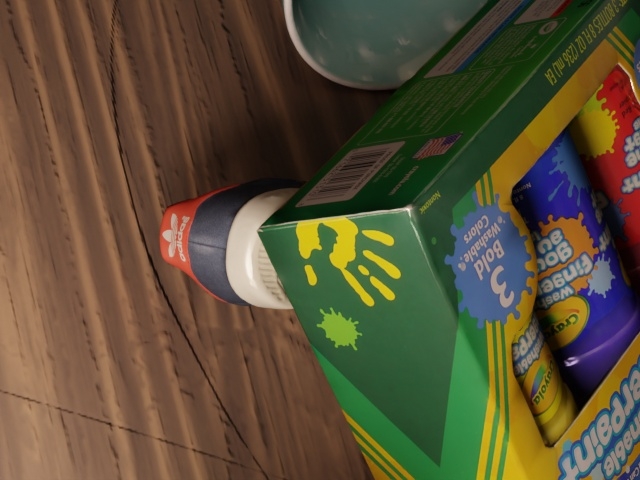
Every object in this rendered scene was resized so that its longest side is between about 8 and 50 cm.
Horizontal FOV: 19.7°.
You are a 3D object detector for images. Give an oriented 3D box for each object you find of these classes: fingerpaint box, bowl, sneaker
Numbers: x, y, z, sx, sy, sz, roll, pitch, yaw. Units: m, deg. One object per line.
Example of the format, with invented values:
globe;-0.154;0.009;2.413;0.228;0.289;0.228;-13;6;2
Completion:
fingerpaint box;0.190;0.024;1.600;0.445;0.163;0.371;-45;119;-44
bowl;0.073;-0.316;1.797;0.311;0.311;0.163;-1;41;-34
sneaker;0.000;0.000;1.633;0.350;0.148;0.131;9;90;-52
